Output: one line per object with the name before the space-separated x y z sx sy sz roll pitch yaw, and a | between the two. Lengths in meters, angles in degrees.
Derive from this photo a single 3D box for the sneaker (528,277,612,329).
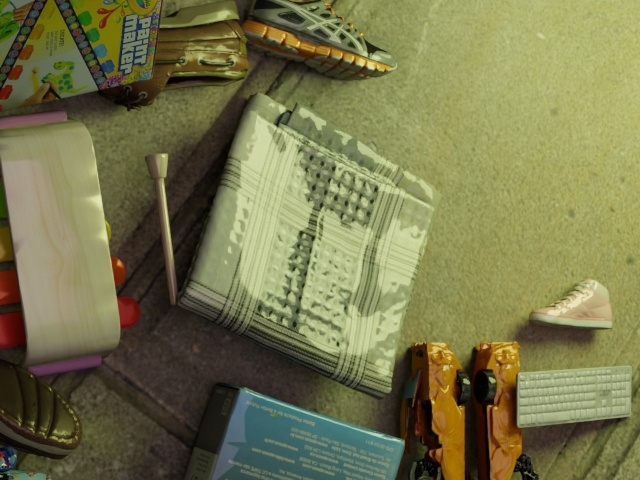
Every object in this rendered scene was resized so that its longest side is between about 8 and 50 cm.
sneaker | 0.344 0.086 2.225 0.134 0.051 0.070 4 84 -27

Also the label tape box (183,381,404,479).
label tape box | -0.061 0.369 1.994 0.240 0.106 0.334 21 81 -22

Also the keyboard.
keyboard | 0.346 0.210 2.192 0.256 0.014 0.072 1 83 -44

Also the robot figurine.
robot figurine | 0.192 0.279 2.126 0.211 0.085 0.291 2 86 -24

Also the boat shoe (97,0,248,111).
boat shoe | -0.223 -0.211 1.951 0.307 0.110 0.104 -17 93 -24

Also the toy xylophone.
toy xylophone | -0.292 0.002 1.924 0.236 0.081 0.323 0 87 -26

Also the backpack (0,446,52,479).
backpack | -0.373 0.303 1.836 0.173 0.158 0.117 -6 71 -38

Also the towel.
towel | 0.000 0.000 2.032 0.312 0.056 0.324 27 61 -20

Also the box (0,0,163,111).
box | -0.359 -0.307 1.789 0.279 0.177 0.290 -16 56 -25

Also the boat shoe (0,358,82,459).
boat shoe | -0.401 0.185 1.866 0.257 0.095 0.095 33 35 -13

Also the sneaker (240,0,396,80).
sneaker | 0.004 -0.265 2.075 0.215 0.084 0.083 18 75 -22
